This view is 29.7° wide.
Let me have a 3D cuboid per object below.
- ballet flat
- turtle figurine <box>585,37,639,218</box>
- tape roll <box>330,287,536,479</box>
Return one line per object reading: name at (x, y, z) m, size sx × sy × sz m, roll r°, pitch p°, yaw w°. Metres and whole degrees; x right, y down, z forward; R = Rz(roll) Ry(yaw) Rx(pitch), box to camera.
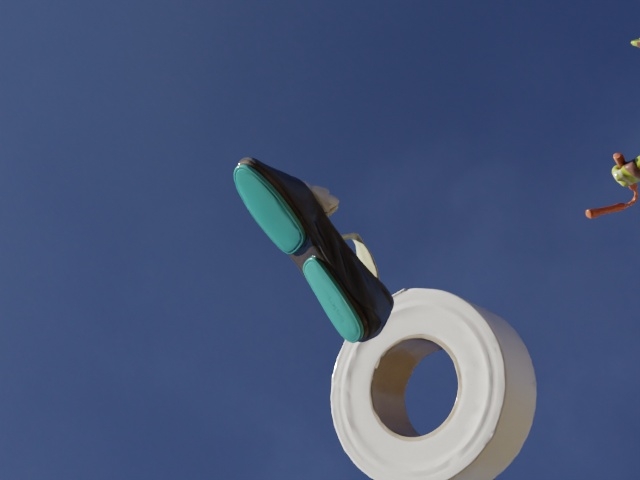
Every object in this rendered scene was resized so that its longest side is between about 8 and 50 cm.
ballet flat at (0.000, 0.000, 1.112) m, size 0.074 × 0.074 × 0.203 m, roll -36°, pitch -93°, yaw -5°
turtle figurine at (0.421, -0.133, 1.383) m, size 0.269 × 0.087 × 0.217 m, roll -15°, pitch -81°, yaw -4°
tape roll at (0.156, 0.213, 1.703) m, size 0.100 × 0.286 × 0.286 m, roll 23°, pitch -75°, yaw -52°
